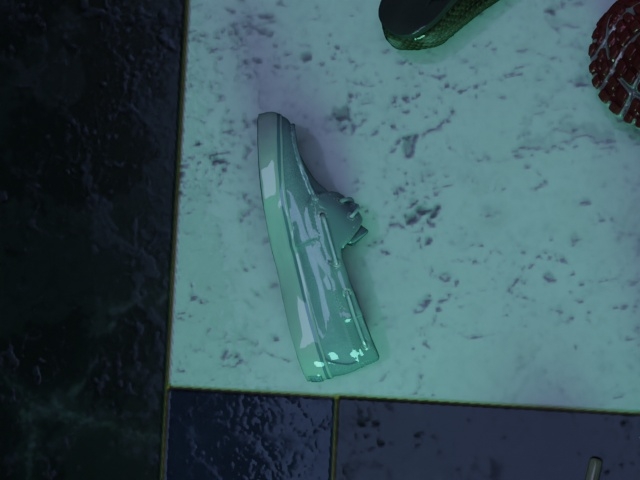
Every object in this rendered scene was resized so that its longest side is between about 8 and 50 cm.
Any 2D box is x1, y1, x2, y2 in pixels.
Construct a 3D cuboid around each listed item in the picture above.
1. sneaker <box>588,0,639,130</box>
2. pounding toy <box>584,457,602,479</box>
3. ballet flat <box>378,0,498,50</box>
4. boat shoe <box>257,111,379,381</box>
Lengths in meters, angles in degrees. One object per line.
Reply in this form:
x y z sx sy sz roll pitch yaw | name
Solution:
0.294 -0.103 1.403 0.088 0.092 0.225 -40 65 26 | sneaker
0.205 0.273 1.398 0.130 0.100 0.141 -43 78 21 | pounding toy
0.156 -0.238 1.449 0.250 0.058 0.084 -39 59 1 | ballet flat
0.000 0.001 1.456 0.081 0.079 0.228 -12 90 1 | boat shoe
